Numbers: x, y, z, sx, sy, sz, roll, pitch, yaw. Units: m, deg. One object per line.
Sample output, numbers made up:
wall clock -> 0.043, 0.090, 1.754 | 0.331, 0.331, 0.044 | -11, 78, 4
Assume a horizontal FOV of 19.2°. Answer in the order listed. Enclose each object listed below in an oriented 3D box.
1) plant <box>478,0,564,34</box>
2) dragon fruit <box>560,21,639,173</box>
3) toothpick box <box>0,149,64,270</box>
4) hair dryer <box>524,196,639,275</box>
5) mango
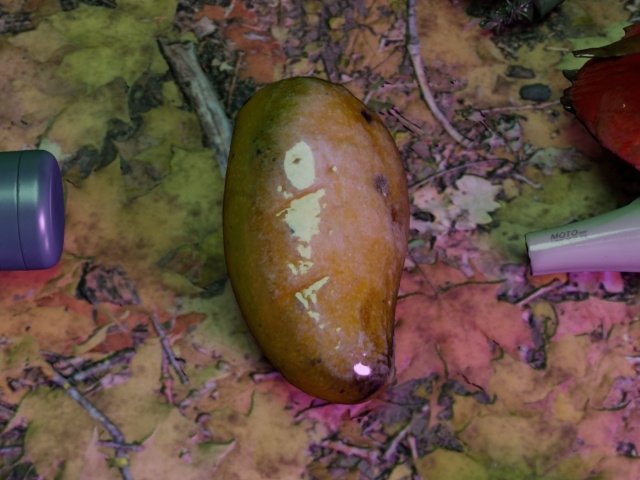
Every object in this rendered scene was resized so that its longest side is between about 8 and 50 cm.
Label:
plant -> 0.220, -0.258, 2.079 | 0.102, 0.051, 0.051 | -31, 64, -20
dragon fruit -> 0.390, -0.151, 1.941 | 0.282, 0.100, 0.343 | 1, 38, 0
toothpick box -> -0.352, -0.029, 1.878 | 0.184, 0.120, 0.120 | -1, 58, 1
hair dryer -> 0.309, 0.063, 1.878 | 0.229, 0.092, 0.267 | 7, 67, 9
mango -> -0.007, -0.001, 1.858 | 0.177, 0.175, 0.329 | -3, 75, 22
